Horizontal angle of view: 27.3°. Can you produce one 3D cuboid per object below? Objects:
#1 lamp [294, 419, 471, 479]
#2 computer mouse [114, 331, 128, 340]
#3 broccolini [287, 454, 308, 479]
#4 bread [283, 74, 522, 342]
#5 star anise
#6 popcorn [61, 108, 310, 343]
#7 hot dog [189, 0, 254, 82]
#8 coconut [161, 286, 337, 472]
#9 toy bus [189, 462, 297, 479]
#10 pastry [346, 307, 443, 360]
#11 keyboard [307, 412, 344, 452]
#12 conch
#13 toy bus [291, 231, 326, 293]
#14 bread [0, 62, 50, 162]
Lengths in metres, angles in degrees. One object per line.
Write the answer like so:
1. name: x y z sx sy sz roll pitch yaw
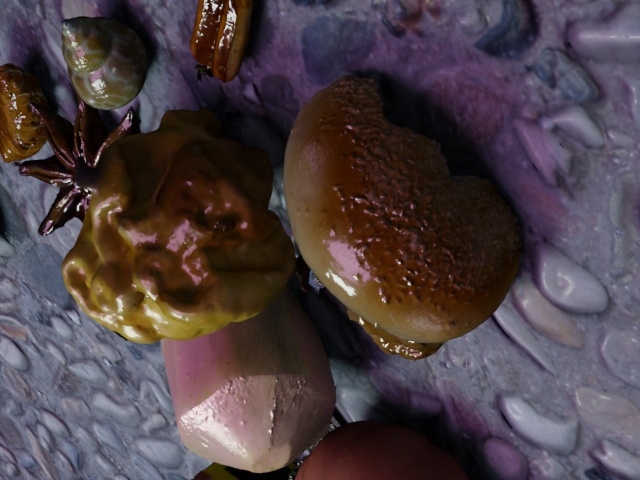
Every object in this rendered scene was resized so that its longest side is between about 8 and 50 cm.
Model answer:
1. lamp: 0.087 0.396 1.788 0.305 0.239 0.305 29 143 25
2. computer mouse: -0.313 0.104 2.097 0.241 0.077 0.147 10 130 44
3. broccolini: 0.124 0.436 1.971 0.392 0.079 0.074 26 136 18
4. bread: 0.073 -0.020 1.404 0.171 0.192 0.314 -31 97 45
5. star anise: -0.310 -0.099 1.872 0.272 0.102 0.272 9 112 23
6. popcorn: -0.180 -0.027 1.604 0.281 0.297 0.315 27 157 -33
7. hot dog: -0.108 -0.251 1.508 0.072 0.055 0.188 42 147 14
8. coconut: -0.089 0.191 1.759 0.233 0.233 0.245 113 147 -55
9. toy bus: -0.114 0.566 2.192 0.209 0.249 0.440 26 136 30
10. pastry: 0.094 0.074 1.592 0.153 0.081 0.153 33 152 20
11. keyboard: -0.078 0.183 1.936 0.103 0.041 0.381 -32 96 39
12. conch: -0.279 -0.225 1.694 0.116 0.106 0.173 70 159 -1
13. toy bus: 0.000 0.000 1.642 0.075 0.060 0.123 39 149 20
14. bread: -0.438 -0.187 1.934 0.105 0.076 0.233 52 156 16
